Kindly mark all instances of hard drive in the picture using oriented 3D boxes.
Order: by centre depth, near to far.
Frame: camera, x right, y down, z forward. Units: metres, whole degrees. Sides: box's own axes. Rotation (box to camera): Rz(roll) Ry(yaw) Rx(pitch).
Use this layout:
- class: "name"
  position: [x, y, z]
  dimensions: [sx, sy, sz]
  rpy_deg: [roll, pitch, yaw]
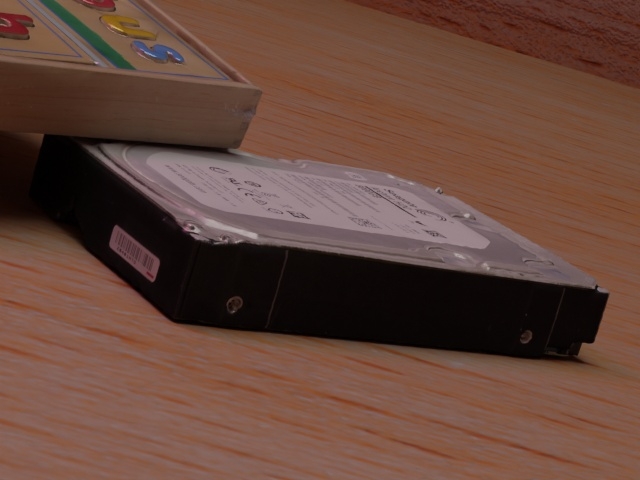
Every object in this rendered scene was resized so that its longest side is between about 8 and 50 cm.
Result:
- class: "hard drive"
  position: [0.000, 0.000, 1.293]
  dimensions: [0.339, 0.064, 0.237]
  rpy_deg: [9, 15, -34]

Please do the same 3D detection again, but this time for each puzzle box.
- class: "puzzle box"
  position: [-0.260, -0.193, 1.354]
  dimensions: [0.272, 0.052, 0.409]
  rpy_deg: [2, 31, -48]
